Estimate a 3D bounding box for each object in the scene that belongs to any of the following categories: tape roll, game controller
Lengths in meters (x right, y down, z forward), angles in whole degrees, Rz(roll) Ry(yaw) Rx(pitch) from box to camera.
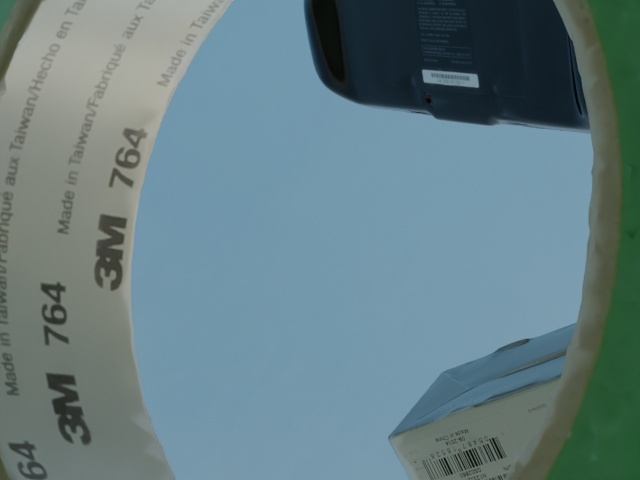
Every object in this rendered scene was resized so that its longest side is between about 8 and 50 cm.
[{"bbox_3d":[0.000,0.000,0.516,0.077,0.321,0.321,11,-120,-50],"label":"tape roll"},{"bbox_3d":[0.079,-0.148,1.023,0.067,0.319,0.166,-24,-71,-26],"label":"game controller"}]

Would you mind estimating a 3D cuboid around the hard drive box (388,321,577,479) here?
[{"bbox_3d":[0.170,0.152,0.886,0.232,0.181,0.089,64,-151,-8],"label":"hard drive box"}]
